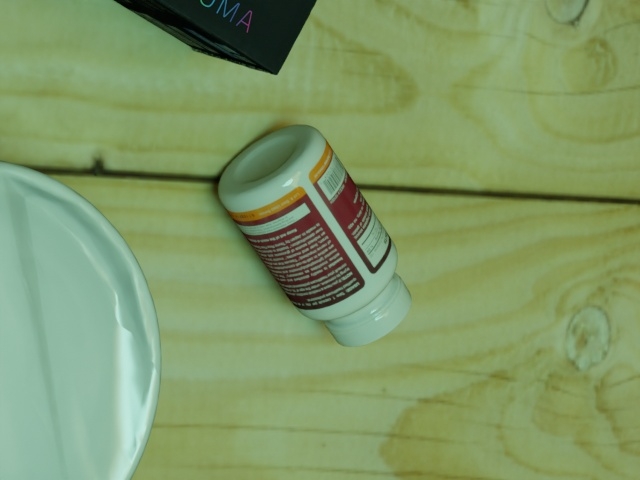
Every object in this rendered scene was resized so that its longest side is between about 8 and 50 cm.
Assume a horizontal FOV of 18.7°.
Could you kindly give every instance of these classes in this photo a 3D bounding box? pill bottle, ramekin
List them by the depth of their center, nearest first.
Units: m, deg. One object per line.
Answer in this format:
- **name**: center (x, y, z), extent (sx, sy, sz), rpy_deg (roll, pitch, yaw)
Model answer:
- **ramekin**: center (-0.244, 0.078, 1.193), extent (0.273, 0.127, 0.273), rpy_deg (-5, 99, -33)
- **pill bottle**: center (0.000, 0.000, 1.372), extent (0.086, 0.086, 0.152), rpy_deg (-44, 118, -21)

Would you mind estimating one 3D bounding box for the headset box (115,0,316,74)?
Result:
- **headset box**: center (-0.079, -0.291, 1.237), extent (0.246, 0.131, 0.283), rpy_deg (31, 86, -33)
